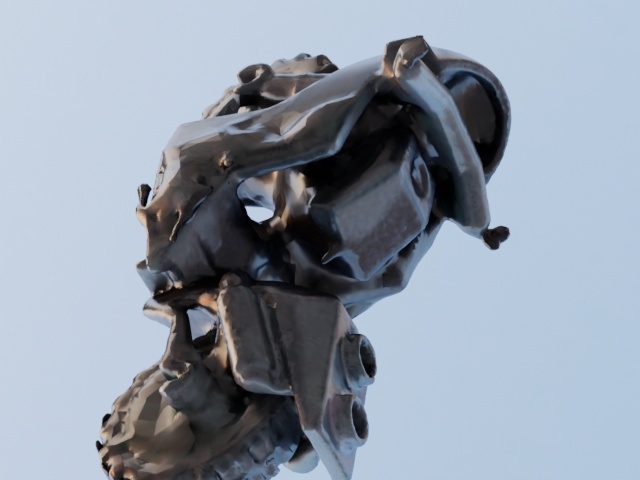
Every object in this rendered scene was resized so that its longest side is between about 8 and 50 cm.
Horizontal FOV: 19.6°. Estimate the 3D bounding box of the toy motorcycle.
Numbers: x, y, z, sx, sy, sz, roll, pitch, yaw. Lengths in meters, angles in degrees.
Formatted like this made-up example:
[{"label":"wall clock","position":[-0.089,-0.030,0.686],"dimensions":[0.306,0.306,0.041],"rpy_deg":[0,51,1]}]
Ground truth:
[{"label":"toy motorcycle","position":[0.000,0.000,0.752],"dimensions":[0.159,0.106,0.270],"rpy_deg":[-16,-145,18]}]
